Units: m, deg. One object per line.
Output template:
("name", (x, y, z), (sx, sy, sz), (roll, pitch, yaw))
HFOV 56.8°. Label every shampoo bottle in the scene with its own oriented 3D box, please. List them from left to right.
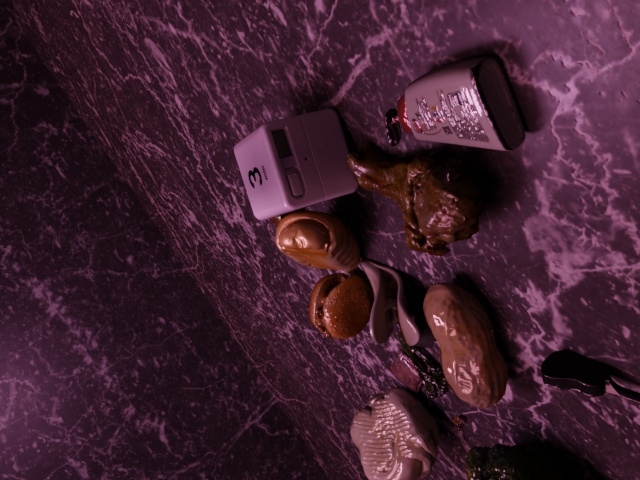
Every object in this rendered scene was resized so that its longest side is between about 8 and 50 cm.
("shampoo bottle", (0.202, -0.217, 1.014), (0.284, 0.071, 0.153), (9, 133, 60))

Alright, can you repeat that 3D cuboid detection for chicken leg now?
("chicken leg", (0.186, -0.077, 1.155), (0.361, 0.140, 0.211), (-155, 57, -63))
("chicken leg", (0.389, 0.513, 1.676), (0.036, 0.021, 0.083), (32, 149, 21))

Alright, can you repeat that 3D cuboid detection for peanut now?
("peanut", (0.318, 0.227, 1.306), (0.149, 0.149, 0.313), (12, 132, 55))

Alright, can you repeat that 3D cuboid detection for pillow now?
("pillow", (0.254, 0.382, 1.718), (0.118, 0.043, 0.185), (40, 153, 20))

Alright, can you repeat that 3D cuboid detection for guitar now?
("guitar", (0.532, 0.266, 1.062), (0.271, 0.084, 0.038), (15, 134, 45))

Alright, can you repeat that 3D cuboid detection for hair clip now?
("hair clip", (0.175, 0.167, 1.479), (0.282, 0.113, 0.172), (-86, -18, -67))

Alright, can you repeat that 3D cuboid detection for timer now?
("timer", (-0.058, -0.168, 1.339), (0.195, 0.194, 0.192), (-11, 97, 64))

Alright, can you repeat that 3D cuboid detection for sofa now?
("sofa", (0.267, 0.192, 1.443), (0.060, 0.085, 0.147), (5, 143, 2))

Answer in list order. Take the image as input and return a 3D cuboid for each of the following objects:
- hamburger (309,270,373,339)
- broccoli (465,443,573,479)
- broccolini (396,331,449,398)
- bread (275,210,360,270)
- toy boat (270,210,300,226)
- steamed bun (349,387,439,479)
("hamburger", (0.057, 0.185, 1.635), (0.118, 0.191, 0.181), (11, 124, 53))
("broccoli", (0.472, 0.615, 1.368), (0.304, 0.283, 0.321), (17, 166, 32))
("broccolini", (0.266, 0.340, 1.605), (0.202, 0.068, 0.091), (44, 137, 21))
("bread", (0.000, 0.000, 1.475), (0.173, 0.121, 0.311), (6, 168, 15))
("toy boat", (-0.103, -0.090, 1.679), (0.293, 0.108, 0.099), (45, 123, 5))
("steamed bun", (0.249, 0.600, 1.807), (0.268, 0.207, 0.280), (-56, 45, 24))
